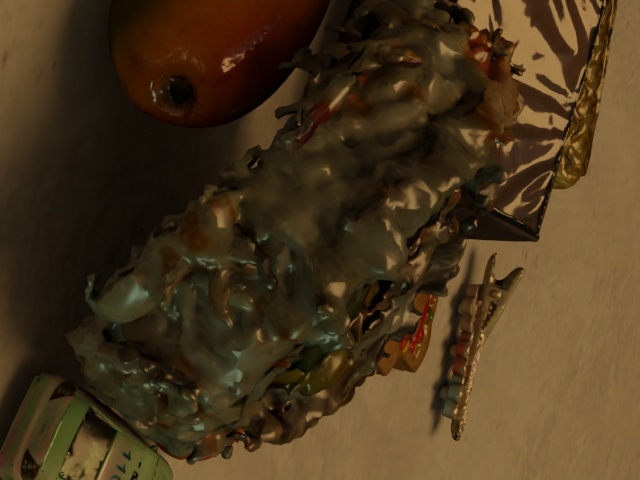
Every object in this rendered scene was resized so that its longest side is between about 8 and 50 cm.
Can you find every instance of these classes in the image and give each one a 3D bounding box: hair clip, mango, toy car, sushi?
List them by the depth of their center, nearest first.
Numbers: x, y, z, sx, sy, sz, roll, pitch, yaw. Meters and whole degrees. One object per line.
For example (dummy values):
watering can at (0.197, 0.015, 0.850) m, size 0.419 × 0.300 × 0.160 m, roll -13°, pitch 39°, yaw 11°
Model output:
sushi at (-0.001, 0.000, 1.303) m, size 0.417 × 0.176 × 0.417 m, roll -46°, pitch 170°, yaw -10°
mango at (-0.059, -0.198, 1.315) m, size 0.289 × 0.146 × 0.129 m, roll -61°, pitch 153°, yaw -28°
toy car at (-0.167, 0.179, 1.367) m, size 0.090 × 0.076 × 0.224 m, roll -68°, pitch 152°, yaw -19°
hair clip at (0.167, 0.117, 2.005) m, size 0.062 × 0.056 × 0.214 m, roll -5°, pitch 116°, yaw -78°

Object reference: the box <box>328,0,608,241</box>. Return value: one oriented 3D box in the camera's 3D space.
box at (0.122, -0.143, 1.615) m, size 0.188 × 0.153 × 0.252 m, roll 26°, pitch 78°, yaw -35°

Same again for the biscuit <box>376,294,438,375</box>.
biscuit at (0.072, 0.052, 1.799) m, size 0.239 × 0.041 × 0.212 m, roll -27°, pitch 127°, yaw -57°

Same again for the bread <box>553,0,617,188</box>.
bread at (0.297, -0.239, 2.049) m, size 0.084 × 0.077 × 0.367 m, roll -13°, pitch 113°, yaw -59°

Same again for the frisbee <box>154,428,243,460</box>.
frisbee at (-0.100, 0.088, 1.491) m, size 0.192 × 0.035 × 0.192 m, roll -19°, pitch 113°, yaw -54°
